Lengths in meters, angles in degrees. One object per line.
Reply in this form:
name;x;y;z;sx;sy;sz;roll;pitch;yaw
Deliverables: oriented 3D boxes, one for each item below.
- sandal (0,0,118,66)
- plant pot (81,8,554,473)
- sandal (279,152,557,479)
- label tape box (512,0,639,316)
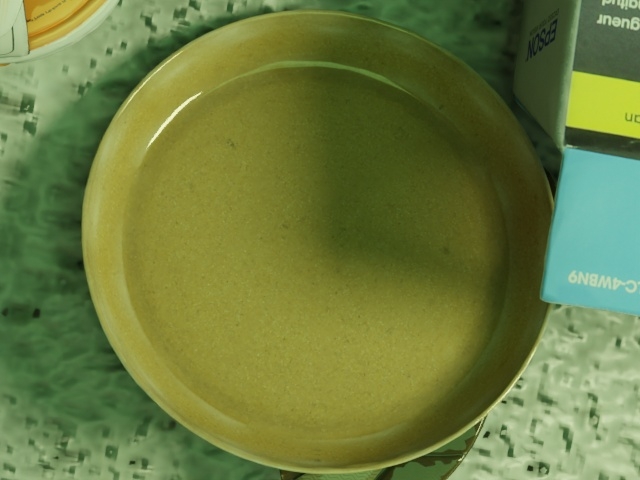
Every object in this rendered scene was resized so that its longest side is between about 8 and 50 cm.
sandal;-0.212;-0.126;0.807;0.265;0.076;0.102;-7;97;-14
plant pot;0.000;0.000;0.864;0.236;0.032;0.236;2;74;-8
sandal;0.053;0.050;0.907;0.090;0.060;0.219;26;72;0
label tape box;0.231;-0.118;0.870;0.249;0.115;0.348;9;84;-9
